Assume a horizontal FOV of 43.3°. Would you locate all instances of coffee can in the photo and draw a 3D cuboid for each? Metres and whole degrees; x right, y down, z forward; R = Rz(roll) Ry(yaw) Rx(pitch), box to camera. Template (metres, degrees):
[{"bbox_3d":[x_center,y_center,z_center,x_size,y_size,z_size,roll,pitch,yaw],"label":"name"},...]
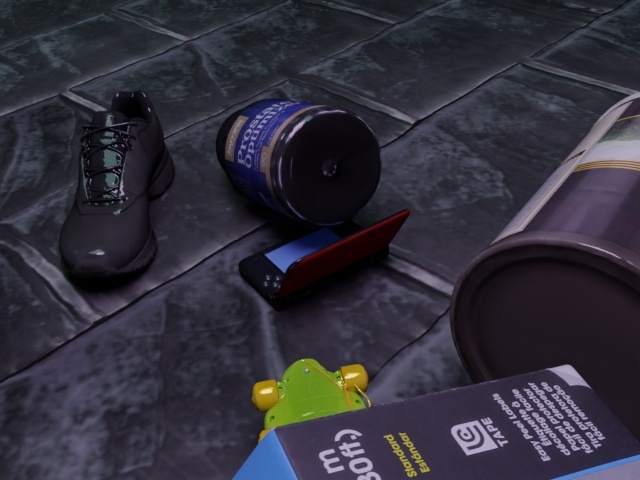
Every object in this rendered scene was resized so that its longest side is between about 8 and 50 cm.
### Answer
[{"bbox_3d":[0.260,0.016,0.667,0.201,0.202,0.275,20,43,30],"label":"coffee can"}]

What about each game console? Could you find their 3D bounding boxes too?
[{"bbox_3d":[0.000,0.000,0.817,0.144,0.085,0.124,-24,41,-25],"label":"game console"}]

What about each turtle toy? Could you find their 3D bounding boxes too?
[{"bbox_3d":[-0.005,0.139,0.643,0.095,0.066,0.130,-9,36,-6],"label":"turtle toy"}]

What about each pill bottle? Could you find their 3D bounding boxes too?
[{"bbox_3d":[-0.036,-0.093,0.888,0.122,0.123,0.219,-22,21,-22],"label":"pill bottle"}]

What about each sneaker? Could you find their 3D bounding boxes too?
[{"bbox_3d":[-0.235,-0.070,0.903,0.109,0.130,0.286,-3,37,-1],"label":"sneaker"}]

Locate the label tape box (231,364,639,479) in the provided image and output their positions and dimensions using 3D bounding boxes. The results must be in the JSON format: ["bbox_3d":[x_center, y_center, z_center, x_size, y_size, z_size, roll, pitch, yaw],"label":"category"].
[{"bbox_3d":[0.060,0.208,0.417,0.333,0.106,0.241,-6,39,-26],"label":"label tape box"}]
